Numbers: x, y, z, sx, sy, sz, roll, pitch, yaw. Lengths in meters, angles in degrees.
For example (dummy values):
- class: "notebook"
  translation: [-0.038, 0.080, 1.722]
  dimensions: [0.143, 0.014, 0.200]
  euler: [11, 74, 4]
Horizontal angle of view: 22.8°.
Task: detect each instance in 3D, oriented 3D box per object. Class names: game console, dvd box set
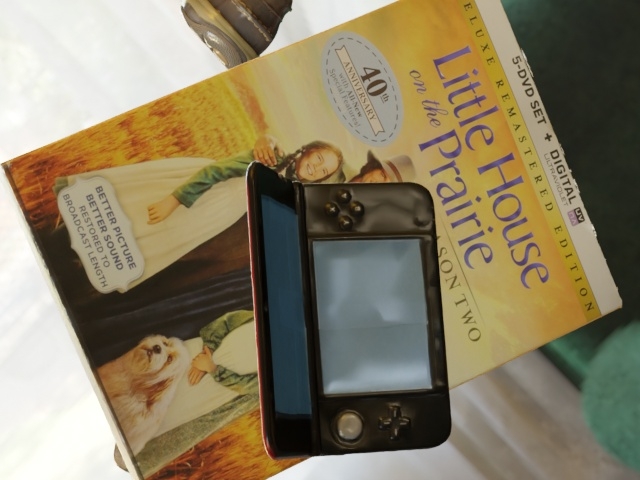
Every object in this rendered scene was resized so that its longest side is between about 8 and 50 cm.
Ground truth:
- class: "game console"
  translation: [0.016, 0.036, 0.798]
  dimensions: [0.085, 0.124, 0.144]
  euler: [154, 113, -71]
- class: "dvd box set"
  translation: [0.000, 0.000, 1.249]
  dimensions: [0.420, 0.308, 0.062]
  euler: [-23, 5, -15]

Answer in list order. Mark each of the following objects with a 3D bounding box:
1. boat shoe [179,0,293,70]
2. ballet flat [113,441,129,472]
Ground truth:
- class: "boat shoe"
  translation: [-0.099, -0.314, 1.898]
  dimensions: [0.130, 0.132, 0.355]
  euler: [-38, 33, 9]
- class: "ballet flat"
  translation: [-0.148, 0.084, 1.477]
  dimensions: [0.106, 0.108, 0.316]
  euler: [-8, 46, 8]
